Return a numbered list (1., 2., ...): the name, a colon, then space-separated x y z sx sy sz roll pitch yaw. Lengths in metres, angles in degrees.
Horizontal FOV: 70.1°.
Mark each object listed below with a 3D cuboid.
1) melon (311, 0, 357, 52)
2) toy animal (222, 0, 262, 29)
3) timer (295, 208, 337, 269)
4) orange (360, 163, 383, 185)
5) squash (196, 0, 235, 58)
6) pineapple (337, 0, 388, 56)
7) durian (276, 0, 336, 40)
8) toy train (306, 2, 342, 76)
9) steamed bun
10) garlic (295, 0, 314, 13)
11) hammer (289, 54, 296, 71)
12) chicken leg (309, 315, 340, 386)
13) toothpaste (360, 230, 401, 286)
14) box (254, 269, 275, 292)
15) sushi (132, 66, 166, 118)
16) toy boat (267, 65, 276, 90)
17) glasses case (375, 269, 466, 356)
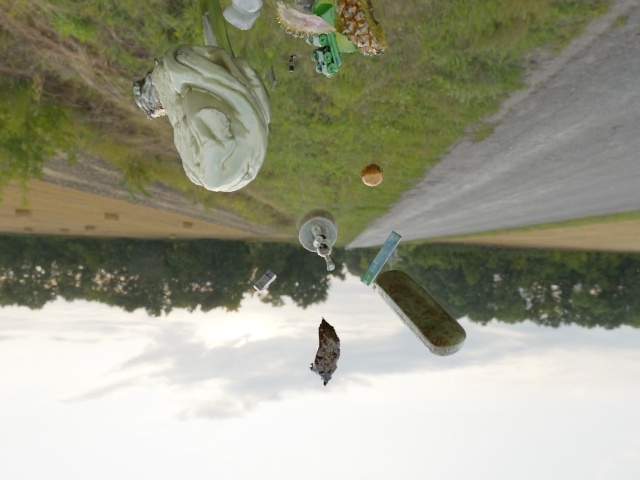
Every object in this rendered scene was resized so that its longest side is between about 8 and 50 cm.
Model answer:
1. melon: 0.043 -0.889 1.851 0.129 0.265 0.169 -22 -147 22
2. toy animal: -0.226 -0.798 1.438 0.103 0.221 0.130 39 -143 12
3. timer: 0.000 0.000 1.773 0.175 0.176 0.266 2 -157 -9
4. orange: 0.186 -0.235 1.636 0.083 0.084 0.083 2 179 0
5. squash: -0.362 -0.713 1.527 0.094 0.342 0.094 -11 -163 4
6. pineapple: 0.112 -0.624 1.284 0.079 0.233 0.135 -12 -155 43
7. durian: -0.039 -0.606 1.294 0.140 0.079 0.224 10 -156 -49
8. toy train: 0.019 -0.718 1.650 0.085 0.119 0.251 30 161 31
9. steamed bun: -0.224 -0.302 1.051 0.237 0.394 0.347 -21 154 -22
10. garlic: -0.015 -0.983 1.892 0.193 0.131 0.127 0 -143 2
11. hammer: -0.106 -0.708 1.797 0.021 0.065 0.178 1 -166 -9
12. chicken leg: 0.021 0.391 1.599 0.105 0.234 0.063 11 178 16
13. toothpaste: 0.271 0.081 2.028 0.050 0.267 0.065 33 -172 9
14. box: -0.282 0.207 2.314 0.050 0.117 0.036 38 162 18
15. sushi: -0.474 -0.438 1.357 0.124 0.130 0.332 -26 -158 -30
16. toy boat: -0.236 -0.792 2.228 0.016 0.115 0.063 -1 147 -23
17. glasses case: 0.363 0.257 1.698 0.156 0.098 0.425 -18 -138 -22
